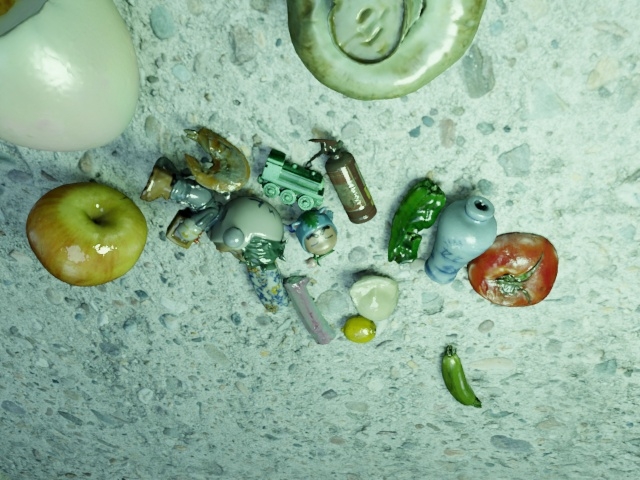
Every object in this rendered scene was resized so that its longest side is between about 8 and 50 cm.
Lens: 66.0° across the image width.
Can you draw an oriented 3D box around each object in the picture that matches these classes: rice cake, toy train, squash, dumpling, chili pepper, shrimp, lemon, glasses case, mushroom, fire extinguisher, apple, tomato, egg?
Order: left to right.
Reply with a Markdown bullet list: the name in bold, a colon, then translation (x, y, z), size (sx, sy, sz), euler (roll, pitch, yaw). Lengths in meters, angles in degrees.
- **egg**: translation (-0.525, -0.325, 0.975), size (0.355, 0.354, 0.339), euler (-5, 146, 16)
- **apple**: translation (-0.604, -0.016, 1.289), size (0.286, 0.286, 0.233), euler (31, 136, -14)
- **shrimp**: translation (-0.250, -0.192, 1.157), size (0.187, 0.132, 0.052), euler (41, 145, -5)
- **glasses case**: translation (-0.154, 0.116, 1.430), size (0.087, 0.065, 0.247), euler (-4, 129, 18)
- **toy train**: translation (-0.066, -0.142, 1.198), size (0.171, 0.071, 0.111), euler (20, 123, -5)
- **rice cake**: translation (-0.027, 0.218, 1.498), size (0.081, 0.051, 0.290), euler (-9, 127, 19)
- **fire extinguisher**: translation (0.050, -0.144, 1.144), size (0.075, 0.106, 0.252), euler (1, 133, 37)
- **lemon**: translation (0.116, 0.270, 1.492), size (0.111, 0.082, 0.082), euler (1, 129, 12)
- **dumpling**: translation (0.158, 0.154, 1.373), size (0.136, 0.118, 0.199), euler (-40, 139, 3)
- **mushroom**: translation (0.099, -0.405, 0.818), size (0.352, 0.260, 0.352), euler (8, 127, 11)
- **chili pepper**: translation (0.226, -0.037, 1.217), size (0.099, 0.083, 0.253), euler (9, 135, -7)
- **squash**: translation (0.441, 0.454, 1.582), size (0.080, 0.071, 0.318), euler (-16, 124, 22)
- **tomato**: translation (0.493, 0.094, 1.256), size (0.228, 0.101, 0.227), euler (8, 130, 10)

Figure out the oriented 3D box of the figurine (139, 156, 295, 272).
- **figurine**: translation (-0.249, -0.047, 1.212), size (0.382, 0.261, 0.186), euler (24, 108, -21)

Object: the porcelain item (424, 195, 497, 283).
- **porcelain item**: translation (0.333, 0.001, 1.191), size (0.141, 0.141, 0.259), euler (16, 139, -2)

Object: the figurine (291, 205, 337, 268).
- **figurine**: translation (-0.003, 0.004, 1.258), size (0.114, 0.144, 0.178), euler (-15, 155, -3)
